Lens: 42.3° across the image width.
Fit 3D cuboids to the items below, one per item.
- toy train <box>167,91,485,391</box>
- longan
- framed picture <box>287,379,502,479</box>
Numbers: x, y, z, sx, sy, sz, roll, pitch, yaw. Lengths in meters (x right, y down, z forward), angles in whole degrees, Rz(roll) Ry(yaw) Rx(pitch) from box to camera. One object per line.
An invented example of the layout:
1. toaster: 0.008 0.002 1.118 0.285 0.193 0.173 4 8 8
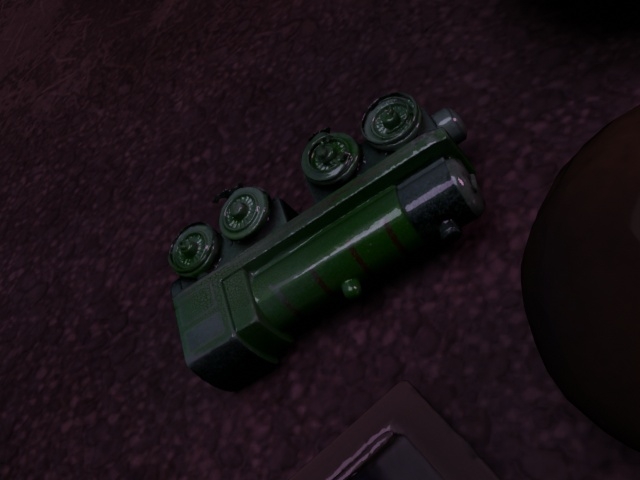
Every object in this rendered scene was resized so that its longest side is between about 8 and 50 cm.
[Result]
1. toy train: 0.000 0.000 0.580 0.251 0.085 0.119 -32 51 16
2. longan: 0.181 0.013 0.382 0.189 0.189 0.189 -19 49 24
3. framed picture: 0.038 0.289 0.332 0.326 0.028 0.446 -41 41 -6
